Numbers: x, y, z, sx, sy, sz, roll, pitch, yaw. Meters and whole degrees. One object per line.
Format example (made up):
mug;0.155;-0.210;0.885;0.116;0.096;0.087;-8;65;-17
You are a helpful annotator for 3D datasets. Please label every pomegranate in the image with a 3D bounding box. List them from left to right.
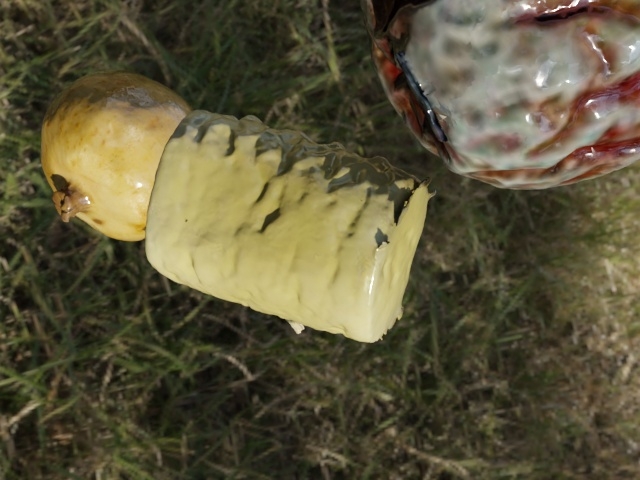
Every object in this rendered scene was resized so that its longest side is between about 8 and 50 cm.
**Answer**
pomegranate;-0.208;-0.084;0.994;0.196;0.196;0.196;30;52;-47

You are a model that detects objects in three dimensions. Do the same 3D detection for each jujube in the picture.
jujube;0.177;-0.159;0.573;0.226;0.317;0.226;59;-7;12

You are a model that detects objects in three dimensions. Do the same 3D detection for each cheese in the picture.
cheese;-0.023;-0.010;0.620;0.094;0.167;0.123;-30;135;-64

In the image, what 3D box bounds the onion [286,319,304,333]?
onion;0.012;-0.007;1.216;0.200;0.201;0.207;27;44;-49
